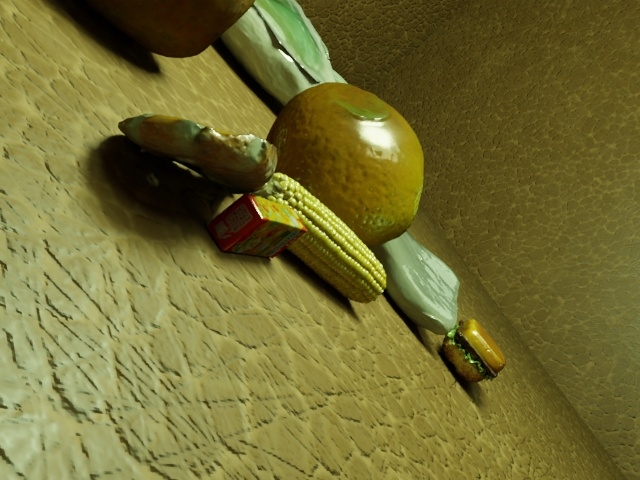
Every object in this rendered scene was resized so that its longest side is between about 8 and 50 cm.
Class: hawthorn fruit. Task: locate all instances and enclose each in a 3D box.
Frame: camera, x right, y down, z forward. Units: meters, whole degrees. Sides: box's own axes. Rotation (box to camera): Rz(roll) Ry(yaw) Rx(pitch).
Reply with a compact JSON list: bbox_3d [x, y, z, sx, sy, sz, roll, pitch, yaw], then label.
[{"bbox_3d":[-0.230,-0.408,0.793,0.300,0.268,0.268,18,34,-49],"label":"hawthorn fruit"}]

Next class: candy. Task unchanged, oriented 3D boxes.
[{"bbox_3d":[-0.118,-0.490,1.493,0.427,0.186,0.386,54,23,5],"label":"candy"},{"bbox_3d":[-0.070,-0.014,0.674,0.038,0.062,0.122,57,15,18],"label":"candy"}]

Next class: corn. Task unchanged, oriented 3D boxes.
[{"bbox_3d":[0.000,0.000,0.813,0.248,0.081,0.081,41,17,-34],"label":"corn"}]

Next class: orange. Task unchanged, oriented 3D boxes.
[{"bbox_3d":[0.051,-0.147,0.991,0.262,0.196,0.335,26,28,-17],"label":"orange"}]

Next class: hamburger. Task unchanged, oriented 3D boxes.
[{"bbox_3d":[0.295,0.217,1.163,0.137,0.087,0.166,52,13,11],"label":"hamburger"}]

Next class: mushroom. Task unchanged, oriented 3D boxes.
[{"bbox_3d":[0.136,0.022,1.105,0.329,0.122,0.159,47,5,-12],"label":"mushroom"}]

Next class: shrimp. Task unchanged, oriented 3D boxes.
[{"bbox_3d":[-0.130,-0.096,0.654,0.164,0.062,0.317,18,0,-5],"label":"shrimp"}]

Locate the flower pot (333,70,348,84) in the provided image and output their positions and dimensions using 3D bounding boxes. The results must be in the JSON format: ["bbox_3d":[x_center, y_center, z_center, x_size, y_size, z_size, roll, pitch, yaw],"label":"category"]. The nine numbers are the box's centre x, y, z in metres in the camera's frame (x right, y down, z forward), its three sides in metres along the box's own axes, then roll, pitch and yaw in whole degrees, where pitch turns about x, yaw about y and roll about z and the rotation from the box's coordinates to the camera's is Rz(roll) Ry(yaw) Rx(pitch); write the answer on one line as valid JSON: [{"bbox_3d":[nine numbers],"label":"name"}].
[{"bbox_3d":[0.023,-0.437,1.852,0.368,0.164,0.254,53,19,5],"label":"flower pot"}]
